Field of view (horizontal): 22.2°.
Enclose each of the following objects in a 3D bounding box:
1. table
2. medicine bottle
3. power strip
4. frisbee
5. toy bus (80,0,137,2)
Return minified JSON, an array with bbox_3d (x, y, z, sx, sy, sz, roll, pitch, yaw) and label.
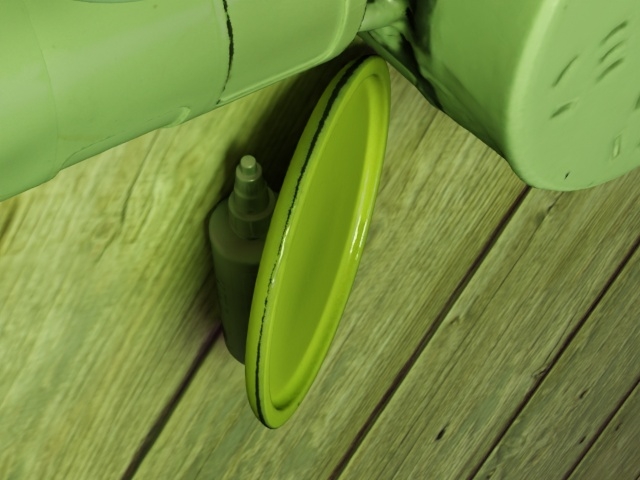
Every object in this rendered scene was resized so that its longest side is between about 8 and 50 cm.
[{"bbox_3d":[-0.106,-0.091,0.638,0.220,0.126,0.126,-27,149,-27],"label":"table"},{"bbox_3d":[-0.038,0.009,1.003,0.058,0.057,0.199,-37,153,-21],"label":"medicine bottle"},{"bbox_3d":[0.165,-0.193,0.900,0.357,0.161,0.357,-35,153,-21],"label":"power strip"},{"bbox_3d":[0.000,0.000,0.982,0.236,0.017,0.236,16,90,-79],"label":"frisbee"},{"bbox_3d":[-0.042,-0.229,0.517,0.232,0.194,0.287,-32,153,-56],"label":"toy bus"}]
